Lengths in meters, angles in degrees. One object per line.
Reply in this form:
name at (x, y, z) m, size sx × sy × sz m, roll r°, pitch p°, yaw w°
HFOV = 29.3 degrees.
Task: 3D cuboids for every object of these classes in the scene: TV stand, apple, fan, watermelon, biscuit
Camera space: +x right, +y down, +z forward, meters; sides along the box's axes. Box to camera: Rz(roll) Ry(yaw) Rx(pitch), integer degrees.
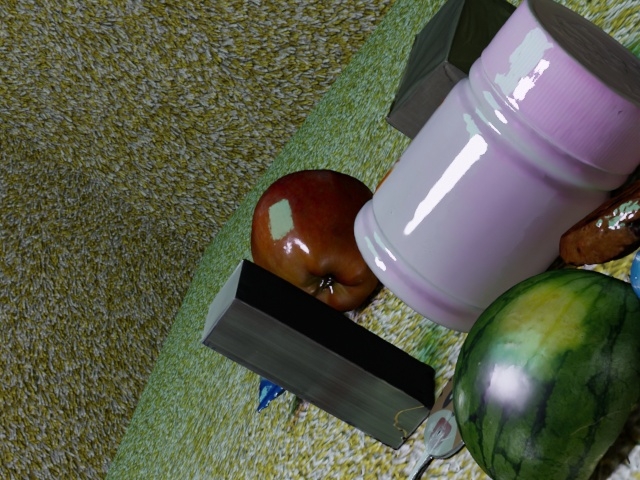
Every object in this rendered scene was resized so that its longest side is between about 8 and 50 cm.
TV stand at (0.001, 0.133, 1.418) m, size 0.082 × 0.270 × 0.088 m, roll -52°, pitch 16°, yaw 25°
apple at (-0.002, -0.001, 1.909) m, size 0.234 × 0.234 × 0.234 m, roll -55°, pitch 12°, yaw 17°
fan at (0.131, 0.210, 1.328) m, size 0.226 × 0.008 × 0.152 m, roll -57°, pitch 12°, yaw 1°
watermelon at (0.182, 0.120, 1.053) m, size 0.232 × 0.127 × 0.204 m, roll -60°, pitch 13°, yaw 19°
biscuit at (0.288, -0.033, 1.058) m, size 0.192 × 0.049 × 0.192 m, roll -33°, pitch -6°, yaw -4°

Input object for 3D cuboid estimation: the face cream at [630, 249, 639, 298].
face cream at (0.305, 0.043, 0.832) m, size 0.163 × 0.080 × 0.337 m, roll -60°, pitch 10°, yaw 0°

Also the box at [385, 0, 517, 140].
box at (0.217, -0.241, 1.786) m, size 0.149 × 0.155 × 0.231 m, roll -44°, pitch 17°, yaw 43°

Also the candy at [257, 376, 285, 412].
candy at (-0.036, 0.162, 2.008) m, size 0.187 × 0.077 × 0.331 m, roll -53°, pitch 10°, yaw 15°

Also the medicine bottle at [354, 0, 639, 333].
medicine bottle at (0.200, -0.075, 1.286) m, size 0.316 × 0.202 × 0.202 m, roll -52°, pitch 13°, yaw 28°
